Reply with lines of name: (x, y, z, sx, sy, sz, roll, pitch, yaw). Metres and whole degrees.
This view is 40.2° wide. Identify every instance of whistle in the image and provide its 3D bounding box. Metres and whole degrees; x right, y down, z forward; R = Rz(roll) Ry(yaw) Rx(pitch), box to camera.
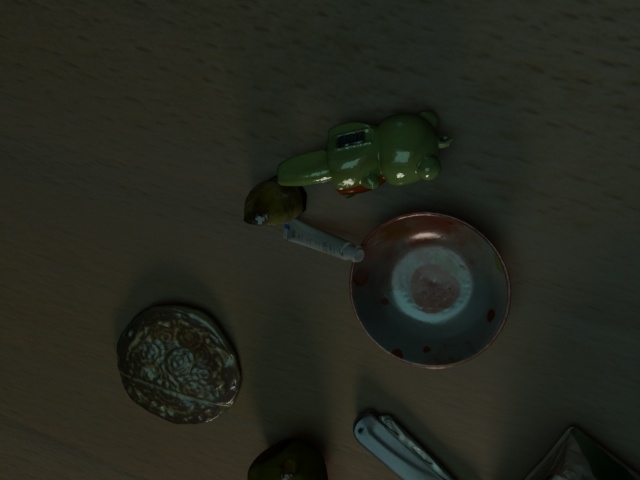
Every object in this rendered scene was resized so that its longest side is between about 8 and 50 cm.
whistle: (0.069, -0.129, 1.383, 0.288, 0.131, 0.106, -11, 143, 18)

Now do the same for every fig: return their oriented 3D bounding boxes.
fig: (-0.056, 0.422, 1.558, 0.144, 0.154, 0.165, -16, 144, -17)

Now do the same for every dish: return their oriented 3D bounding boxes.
dish: (0.182, 0.072, 1.423, 0.260, 0.085, 0.260, 4, 105, 17)

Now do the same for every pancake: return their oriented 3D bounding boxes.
pancake: (-0.265, 0.229, 1.624, 0.250, 0.031, 0.250, 5, 107, 15)

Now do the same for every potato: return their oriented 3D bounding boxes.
potato: (-0.081, -0.066, 1.451, 0.096, 0.103, 0.066, 4, 109, 14)

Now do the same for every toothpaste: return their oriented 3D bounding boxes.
toothpaste: (0.000, 0.000, 1.443, 0.190, 0.031, 0.048, 21, 116, 46)

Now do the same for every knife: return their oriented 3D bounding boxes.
knife: (0.168, 0.396, 1.540, 0.265, 0.040, 0.073, 42, 101, 2)

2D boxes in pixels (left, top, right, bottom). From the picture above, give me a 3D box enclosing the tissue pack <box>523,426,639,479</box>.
tissue pack: (0.462, 0.519, 1.406, 0.356, 0.194, 0.266, 36, 112, 6)
